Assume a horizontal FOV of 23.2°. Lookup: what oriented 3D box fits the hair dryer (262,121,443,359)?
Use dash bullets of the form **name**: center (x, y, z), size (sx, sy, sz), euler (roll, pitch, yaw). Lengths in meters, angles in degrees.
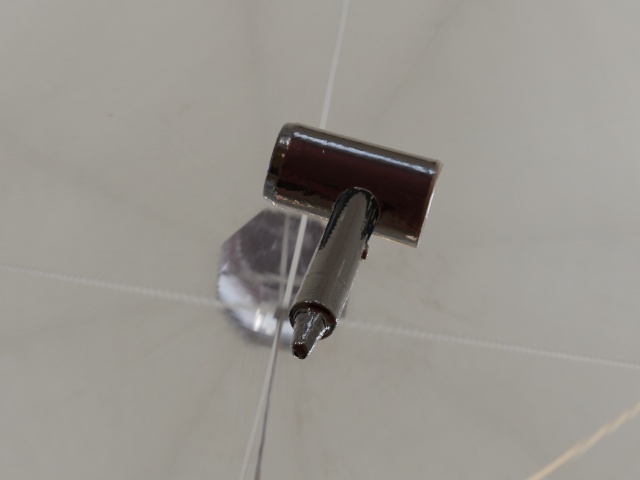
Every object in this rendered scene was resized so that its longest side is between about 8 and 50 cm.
- **hair dryer**: center (0.000, 0.000, 1.104), size (0.128, 0.255, 0.070), euler (17, -57, 6)
